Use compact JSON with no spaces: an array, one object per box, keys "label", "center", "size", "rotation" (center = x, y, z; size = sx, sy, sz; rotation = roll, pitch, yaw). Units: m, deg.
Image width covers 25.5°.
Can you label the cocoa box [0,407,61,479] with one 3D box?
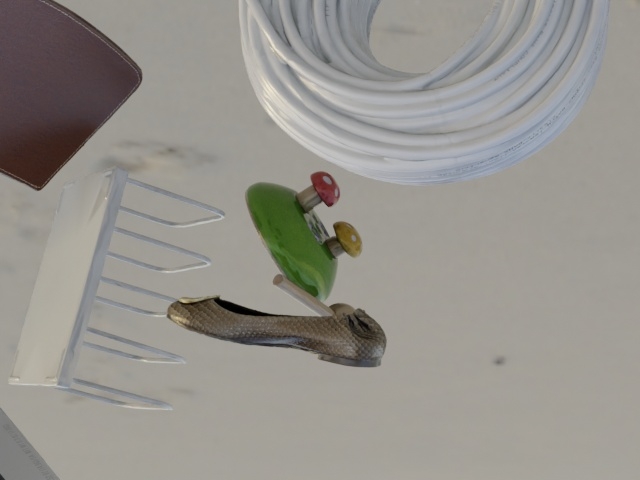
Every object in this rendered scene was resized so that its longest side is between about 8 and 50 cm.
[{"label":"cocoa box","center":[-0.401,0.367,1.550],"size":[0.228,0.347,0.231],"rotation":[-17,137,-40]}]

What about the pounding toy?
[{"label":"pounding toy","center":[0.000,0.000,1.843],"size":[0.110,0.237,0.183],"rotation":[-31,133,10]}]

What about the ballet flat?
[{"label":"ballet flat","center":[-0.047,0.084,1.495],"size":[0.250,0.058,0.084],"rotation":[10,-172,24]}]

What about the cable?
[{"label":"cable","center":[0.071,-0.158,0.970],"size":[0.257,0.257,0.089],"rotation":[-16,158,10]}]

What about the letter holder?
[{"label":"letter holder","center":[-0.379,-0.220,1.636],"size":[0.214,0.152,0.302],"rotation":[-44,150,10]}]

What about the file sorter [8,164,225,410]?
[{"label":"file sorter","center":[-0.257,0.072,1.816],"size":[0.173,0.277,0.193],"rotation":[20,166,-26]}]
